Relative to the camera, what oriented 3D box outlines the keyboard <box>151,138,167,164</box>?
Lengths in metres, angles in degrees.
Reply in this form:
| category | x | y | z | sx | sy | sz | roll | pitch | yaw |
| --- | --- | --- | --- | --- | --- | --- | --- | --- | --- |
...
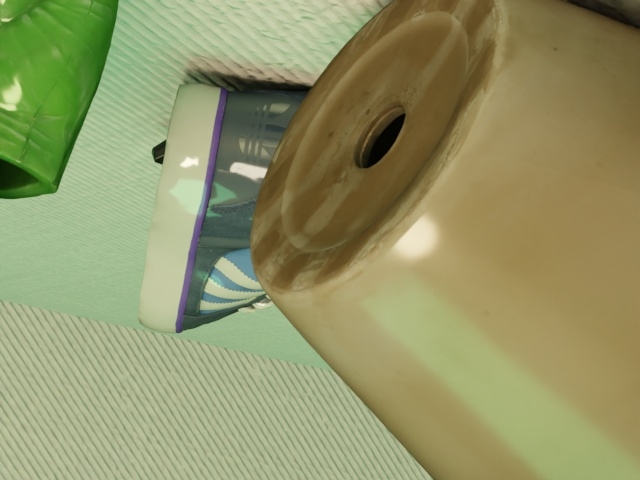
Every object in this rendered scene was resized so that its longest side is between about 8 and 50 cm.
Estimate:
| category | x | y | z | sx | sy | sz | roll | pitch | yaw |
| --- | --- | --- | --- | --- | --- | --- | --- | --- | --- |
| keyboard | -0.025 | -0.058 | 1.373 | 0.180 | 0.023 | 0.108 | 15 | 161 | -32 |

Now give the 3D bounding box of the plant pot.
| category | x | y | z | sx | sy | sz | roll | pitch | yaw |
| --- | --- | --- | --- | --- | --- | --- | --- | --- | --- |
| plant pot | 0.130 | 0.013 | 0.941 | 0.280 | 0.323 | 0.323 | 34 | 160 | -26 |

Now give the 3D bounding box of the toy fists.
| category | x | y | z | sx | sy | sz | roll | pitch | yaw |
| --- | --- | --- | --- | --- | --- | --- | --- | --- | --- |
| toy fists | -0.204 | -0.102 | 0.960 | 0.096 | 0.142 | 0.279 | 29 | 161 | -34 |

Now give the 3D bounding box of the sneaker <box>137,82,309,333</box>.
| category | x | y | z | sx | sy | sz | roll | pitch | yaw |
| --- | --- | --- | --- | --- | --- | --- | --- | --- | --- |
| sneaker | 0.000 | -0.001 | 1.287 | 0.236 | 0.130 | 0.323 | 10 | 157 | -4 |
